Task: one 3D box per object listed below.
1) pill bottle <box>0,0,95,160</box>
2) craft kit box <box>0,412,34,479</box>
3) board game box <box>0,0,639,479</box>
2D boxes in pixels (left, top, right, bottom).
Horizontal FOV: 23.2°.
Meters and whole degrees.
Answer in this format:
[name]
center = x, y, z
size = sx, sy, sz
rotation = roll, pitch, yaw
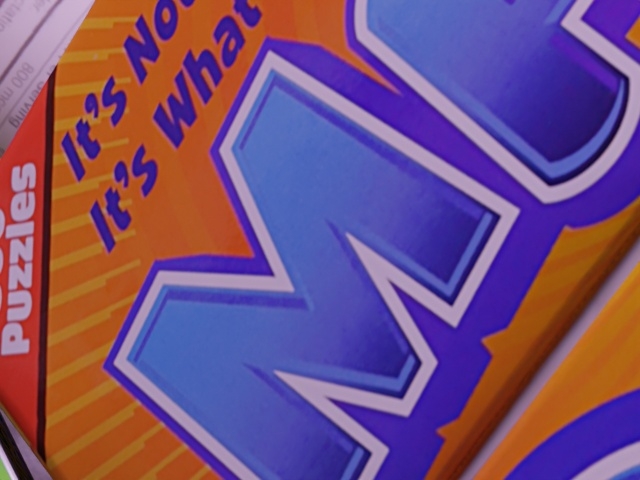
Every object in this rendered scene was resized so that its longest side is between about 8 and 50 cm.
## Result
[pill bottle]
center = -0.151, -0.128, 0.864
size = 0.392, 0.224, 0.224
rotation = 38, 25, -7
[craft kit box]
center = -0.207, 0.104, 0.447
size = 0.250, 0.061, 0.246
rotation = -30, 58, -10
[board game box]
center = 0.184, 0.005, 0.450
size = 0.356, 0.356, 0.357
rotation = 45, 19, 33
